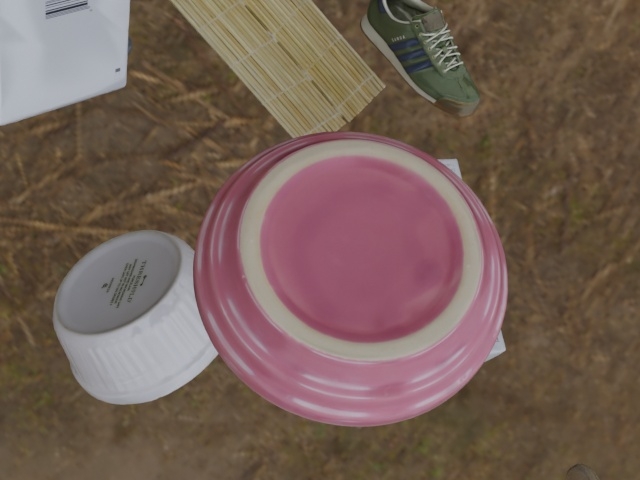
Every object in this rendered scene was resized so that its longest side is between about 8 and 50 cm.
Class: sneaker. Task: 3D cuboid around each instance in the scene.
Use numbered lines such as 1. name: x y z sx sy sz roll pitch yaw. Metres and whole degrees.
1. sneaker: 0.127 -0.239 1.589 0.064 0.192 0.086 -29 156 -35

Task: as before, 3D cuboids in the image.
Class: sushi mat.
1. sushi mat: -0.067 -0.273 1.738 0.151 0.019 0.316 -36 105 22

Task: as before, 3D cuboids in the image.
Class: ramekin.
1. ramekin: -0.275 0.102 1.968 0.273 0.273 0.127 -40 130 -14

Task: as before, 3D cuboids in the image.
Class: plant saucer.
1. plant saucer: 0.036 0.022 1.357 0.332 0.332 0.084 -32 162 -21

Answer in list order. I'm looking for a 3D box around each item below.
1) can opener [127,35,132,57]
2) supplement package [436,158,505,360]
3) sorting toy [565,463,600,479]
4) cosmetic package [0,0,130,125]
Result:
1. can opener: -0.318 -0.263 1.577 0.093 0.074 0.280 -57 158 12
2. supplement package: 0.105 0.040 1.570 0.139 0.244 0.134 -4 161 -28
3. sorting toy: 0.272 0.303 0.855 0.041 0.307 0.229 -34 129 10
4. cosmetic package: -0.280 -0.253 1.101 0.138 0.225 0.224 -24 135 -38
